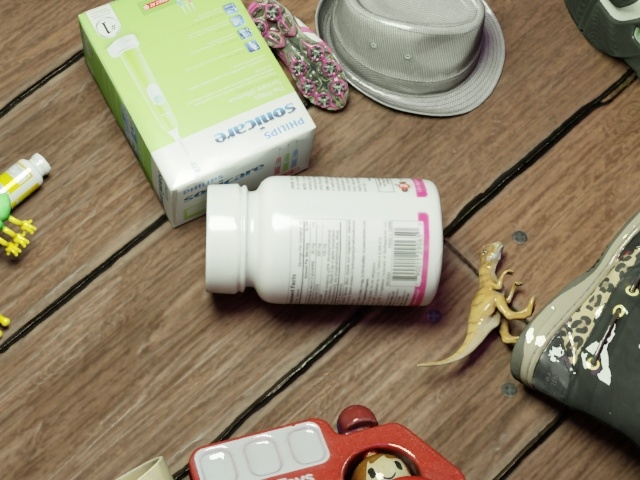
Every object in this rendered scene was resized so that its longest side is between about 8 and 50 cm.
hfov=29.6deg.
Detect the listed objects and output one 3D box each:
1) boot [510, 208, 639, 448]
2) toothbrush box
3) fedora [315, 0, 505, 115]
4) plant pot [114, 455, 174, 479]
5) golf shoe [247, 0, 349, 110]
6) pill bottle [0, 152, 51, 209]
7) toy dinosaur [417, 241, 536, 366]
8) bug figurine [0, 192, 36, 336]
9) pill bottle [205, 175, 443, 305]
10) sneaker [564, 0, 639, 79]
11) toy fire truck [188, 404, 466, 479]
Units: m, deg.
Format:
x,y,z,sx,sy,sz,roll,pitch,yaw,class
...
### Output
x,y,z,sx,sy,sz,roll,pitch,yaw,class
0.451,0.107,1.463,0.377,0.138,0.284,-39,52,-15,boot
-0.164,-0.194,1.596,0.206,0.122,0.283,-26,70,-16,toothbrush box
0.132,-0.307,1.671,0.275,0.124,0.243,25,67,6,fedora
-0.199,0.413,1.282,0.256,0.256,0.274,-34,90,-18,plant pot
-0.023,-0.260,1.664,0.067,0.086,0.186,-38,96,15,golf shoe
-0.389,-0.076,1.566,0.043,0.043,0.083,43,69,13,pill bottle
0.212,0.101,1.546,0.112,0.064,0.211,12,55,20,toy dinosaur
-0.493,0.006,1.491,0.279,0.072,0.216,29,82,8,bug figurine
0.000,0.000,1.505,0.283,0.160,0.160,2,66,-5,pill bottle
0.522,-0.337,1.696,0.258,0.169,0.447,-13,54,-20,sneaker
0.020,0.305,1.388,0.302,0.169,0.254,-14,50,-12,toy fire truck
